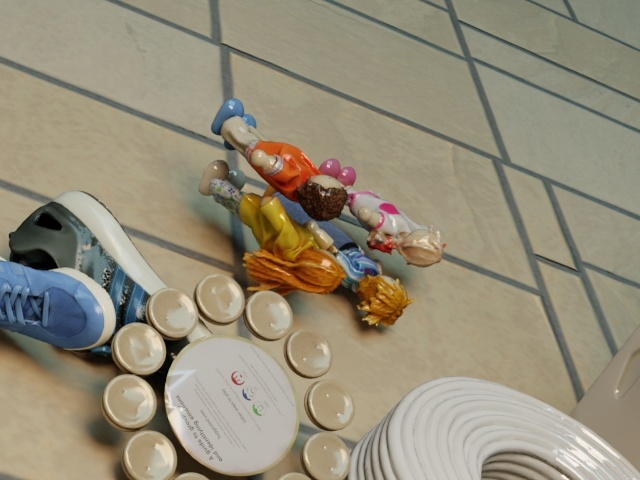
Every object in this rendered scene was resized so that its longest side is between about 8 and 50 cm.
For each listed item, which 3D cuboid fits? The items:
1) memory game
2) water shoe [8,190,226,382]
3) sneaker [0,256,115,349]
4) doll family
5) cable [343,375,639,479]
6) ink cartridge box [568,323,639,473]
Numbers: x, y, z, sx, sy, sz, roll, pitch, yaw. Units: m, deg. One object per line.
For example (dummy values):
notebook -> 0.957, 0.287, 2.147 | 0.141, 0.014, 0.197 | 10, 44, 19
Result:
memory game -> -0.059, 0.110, 1.032 | 0.186, 0.012, 0.186 | 13, 61, -25
water shoe -> -0.140, 0.059, 1.087 | 0.080, 0.073, 0.203 | -36, 74, -21
sneaker -> -0.214, 0.040, 1.010 | 0.152, 0.058, 0.084 | 22, 20, 24
doll family -> 0.000, 0.000, 1.290 | 0.163, 0.118, 0.263 | 41, 10, 34
cable -> 0.138, 0.201, 1.075 | 0.257, 0.089, 0.257 | 37, 28, 13
ink cartridge box -> 0.377, 0.157, 1.257 | 0.289, 0.211, 0.121 | 16, 32, -23
